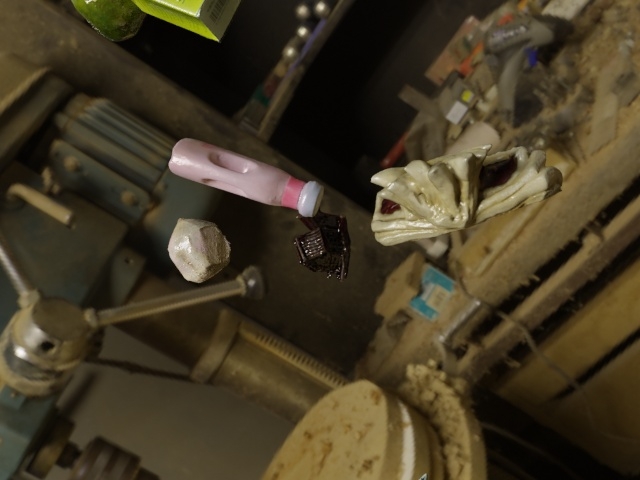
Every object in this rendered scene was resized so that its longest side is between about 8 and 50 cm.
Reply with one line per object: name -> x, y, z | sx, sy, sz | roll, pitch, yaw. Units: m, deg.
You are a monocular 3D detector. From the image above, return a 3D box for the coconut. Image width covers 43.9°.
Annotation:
coconut -> -0.232, 0.011, 1.499 | 0.110, 0.124, 0.110 | -34, 7, 5

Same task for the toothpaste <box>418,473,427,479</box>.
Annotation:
toothpaste -> 0.248, 0.619, 1.921 | 0.037, 0.021, 0.140 | -47, 11, 20

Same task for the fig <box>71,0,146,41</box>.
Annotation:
fig -> -0.540, -0.619, 1.919 | 0.206, 0.275, 0.206 | -54, 17, 25

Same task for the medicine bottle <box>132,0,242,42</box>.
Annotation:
medicine bottle -> -0.311, -0.565, 1.769 | 0.137, 0.250, 0.141 | -63, -20, -4

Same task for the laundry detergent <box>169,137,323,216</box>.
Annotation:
laundry detergent -> -0.159, -0.138, 1.754 | 0.159, 0.335, 0.088 | -44, -28, -74

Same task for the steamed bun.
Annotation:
steamed bun -> 0.262, -0.108, 1.656 | 0.427, 0.189, 0.247 | -15, 18, 29

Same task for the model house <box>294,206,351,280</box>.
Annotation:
model house -> -0.003, 0.000, 2.223 | 0.141, 0.164, 0.203 | 114, 153, -52
